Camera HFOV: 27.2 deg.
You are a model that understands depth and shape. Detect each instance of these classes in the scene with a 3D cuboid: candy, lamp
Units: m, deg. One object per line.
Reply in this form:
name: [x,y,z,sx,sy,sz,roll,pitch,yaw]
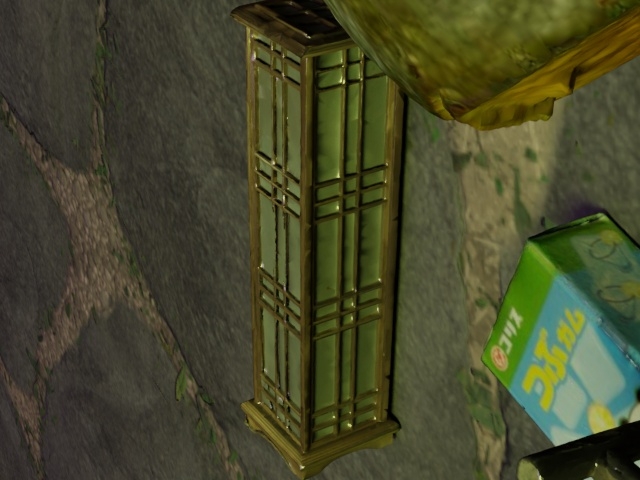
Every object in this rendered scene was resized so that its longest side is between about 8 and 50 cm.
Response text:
candy: [0.168,0.086,0.665,0.194,0.062,0.097,52,146,32]
lamp: [0.000,0.000,0.882,0.090,0.089,0.325,37,135,46]

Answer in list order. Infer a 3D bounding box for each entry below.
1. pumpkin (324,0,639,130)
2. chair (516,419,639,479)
pumpkin: [0.100,-0.185,0.437,0.225,0.256,0.303,65,166,6]
chair: [0.195,0.132,0.450,0.154,0.260,0.141,42,133,43]
